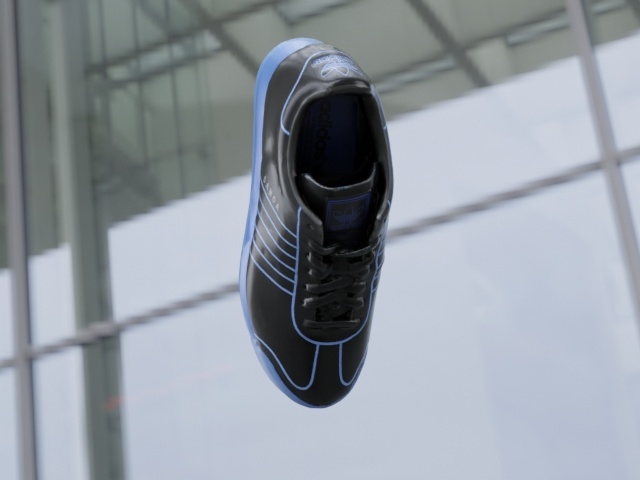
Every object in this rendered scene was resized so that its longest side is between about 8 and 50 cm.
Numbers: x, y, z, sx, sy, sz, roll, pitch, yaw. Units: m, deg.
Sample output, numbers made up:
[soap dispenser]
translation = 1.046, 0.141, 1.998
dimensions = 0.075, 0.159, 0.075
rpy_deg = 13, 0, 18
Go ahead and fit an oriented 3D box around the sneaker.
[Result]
[sneaker]
translation = 0.000, 0.000, 1.100
dimensions = 0.081, 0.090, 0.232
rpy_deg = -9, -71, -16
